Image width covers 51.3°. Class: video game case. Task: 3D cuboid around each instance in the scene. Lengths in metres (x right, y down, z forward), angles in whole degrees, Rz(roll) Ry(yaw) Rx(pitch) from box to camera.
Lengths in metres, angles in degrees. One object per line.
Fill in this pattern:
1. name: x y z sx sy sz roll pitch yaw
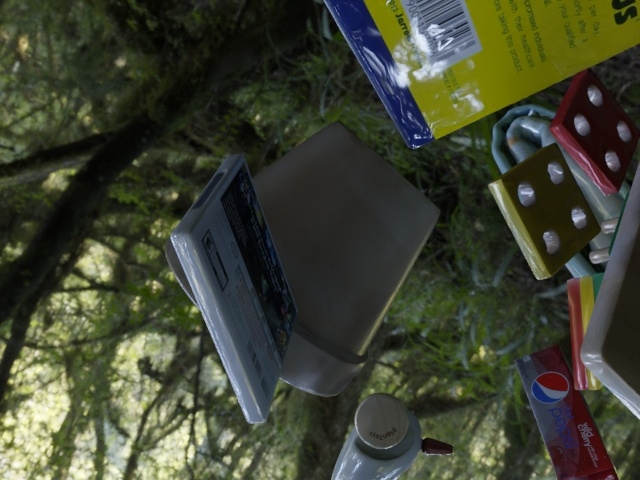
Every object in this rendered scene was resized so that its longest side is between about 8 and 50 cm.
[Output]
1. video game case: -0.069 0.037 0.611 0.022 0.190 0.173 -11 -155 14

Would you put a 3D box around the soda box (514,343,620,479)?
1. soda box: 0.428 0.314 1.166 0.083 0.092 0.263 56 -162 -35

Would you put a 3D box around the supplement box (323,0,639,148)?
1. supplement box: 0.181 -0.269 0.553 0.195 0.357 0.194 48 -157 -47

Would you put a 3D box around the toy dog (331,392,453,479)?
1. toy dog: 0.094 0.398 1.061 0.161 0.333 0.220 23 -164 13

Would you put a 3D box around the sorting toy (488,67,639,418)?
1. sorting toy: 0.176 0.041 0.346 0.274 0.132 0.046 41 148 -18

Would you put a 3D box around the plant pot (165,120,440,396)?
1. plant pot: 0.000 0.000 0.914 0.323 0.280 0.323 40 -171 -8

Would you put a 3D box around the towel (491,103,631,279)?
1. towel: 0.316 0.068 0.662 0.320 0.090 0.374 44 -158 -42
